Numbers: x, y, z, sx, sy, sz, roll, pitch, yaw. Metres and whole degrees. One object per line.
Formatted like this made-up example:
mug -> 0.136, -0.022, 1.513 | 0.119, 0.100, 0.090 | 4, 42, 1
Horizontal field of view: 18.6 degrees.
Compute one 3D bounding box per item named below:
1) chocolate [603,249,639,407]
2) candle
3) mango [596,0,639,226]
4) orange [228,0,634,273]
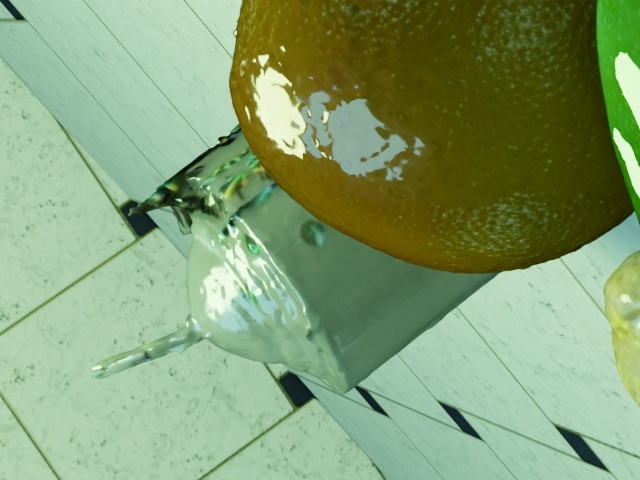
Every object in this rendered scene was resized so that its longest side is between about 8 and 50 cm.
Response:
chocolate -> 0.275, 0.106, 1.136 | 0.309, 0.134, 0.134 | 47, 169, -24
candle -> 0.000, 0.000, 1.253 | 0.187, 0.330, 0.187 | 51, 169, 14
mango -> 0.237, 0.028, 0.733 | 0.382, 0.225, 0.201 | 54, -166, -2
orange -> 0.061, -0.081, 0.849 | 0.206, 0.206, 0.206 | 43, 168, 12
